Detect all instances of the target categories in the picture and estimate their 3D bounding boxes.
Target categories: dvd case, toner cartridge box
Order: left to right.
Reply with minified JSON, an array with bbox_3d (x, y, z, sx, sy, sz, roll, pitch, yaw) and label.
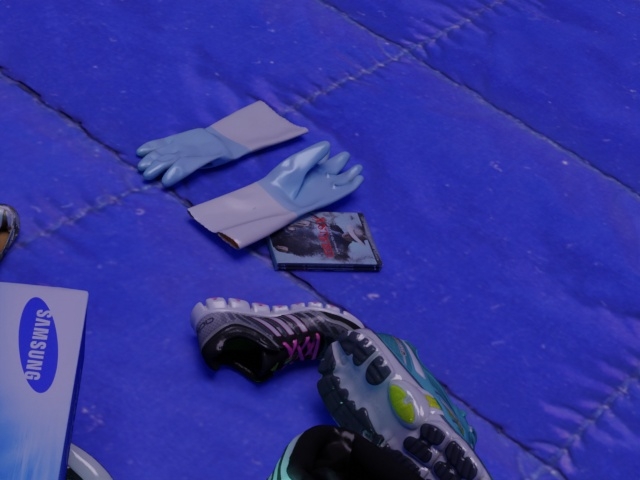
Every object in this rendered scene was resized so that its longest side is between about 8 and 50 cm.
[{"bbox_3d":[-0.271,0.169,0.998,0.165,0.075,0.347,6,39,-7],"label":"toner cartridge box"},{"bbox_3d":[0.000,0.000,1.464,0.119,0.013,0.087,3,41,-19],"label":"dvd case"}]

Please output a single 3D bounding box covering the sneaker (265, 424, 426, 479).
[{"bbox_3d":[-0.021,0.304,0.896,0.169,0.257,0.447,11,39,-8],"label":"sneaker"}]

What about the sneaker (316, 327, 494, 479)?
[{"bbox_3d":[0.106,0.185,1.217,0.110,0.107,0.275,7,43,-45],"label":"sneaker"}]

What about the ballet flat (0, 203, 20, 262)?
[{"bbox_3d":[-0.317,-0.009,1.331,0.041,0.041,0.114,14,38,-6],"label":"ballet flat"}]

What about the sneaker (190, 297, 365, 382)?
[{"bbox_3d":[-0.039,0.101,1.292,0.170,0.063,0.074,6,43,-11],"label":"sneaker"}]

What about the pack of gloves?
[{"bbox_3d":[-0.075,-0.094,1.510,0.195,0.046,0.232,35,41,27],"label":"pack of gloves"}]

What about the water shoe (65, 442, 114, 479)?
[{"bbox_3d":[-0.260,0.189,1.107,0.203,0.073,0.080,23,59,14],"label":"water shoe"}]
